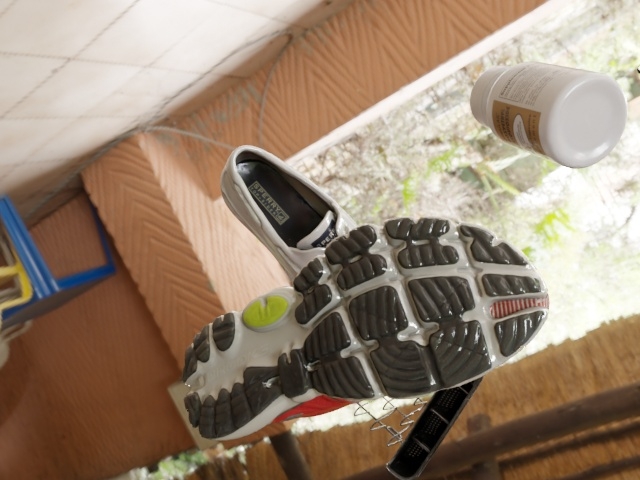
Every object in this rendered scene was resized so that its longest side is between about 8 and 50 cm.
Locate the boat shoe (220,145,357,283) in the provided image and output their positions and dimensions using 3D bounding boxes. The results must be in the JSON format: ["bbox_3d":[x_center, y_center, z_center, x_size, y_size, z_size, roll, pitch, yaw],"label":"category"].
[{"bbox_3d":[0.000,0.000,0.690,0.096,0.267,0.088,-41,176,-15],"label":"boat shoe"}]

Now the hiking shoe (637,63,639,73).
[{"bbox_3d":[0.678,-0.333,1.027,0.303,0.132,0.113,13,-140,35],"label":"hiking shoe"}]

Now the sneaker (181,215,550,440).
[{"bbox_3d":[0.026,0.063,0.445,0.278,0.108,0.118,-22,160,33],"label":"sneaker"}]

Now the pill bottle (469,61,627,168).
[{"bbox_3d":[0.324,-0.196,0.957,0.131,0.131,0.229,-28,-153,-7],"label":"pill bottle"}]

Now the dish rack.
[{"bbox_3d":[0.088,0.172,0.918,0.074,0.271,0.208,2,121,-56],"label":"dish rack"}]
